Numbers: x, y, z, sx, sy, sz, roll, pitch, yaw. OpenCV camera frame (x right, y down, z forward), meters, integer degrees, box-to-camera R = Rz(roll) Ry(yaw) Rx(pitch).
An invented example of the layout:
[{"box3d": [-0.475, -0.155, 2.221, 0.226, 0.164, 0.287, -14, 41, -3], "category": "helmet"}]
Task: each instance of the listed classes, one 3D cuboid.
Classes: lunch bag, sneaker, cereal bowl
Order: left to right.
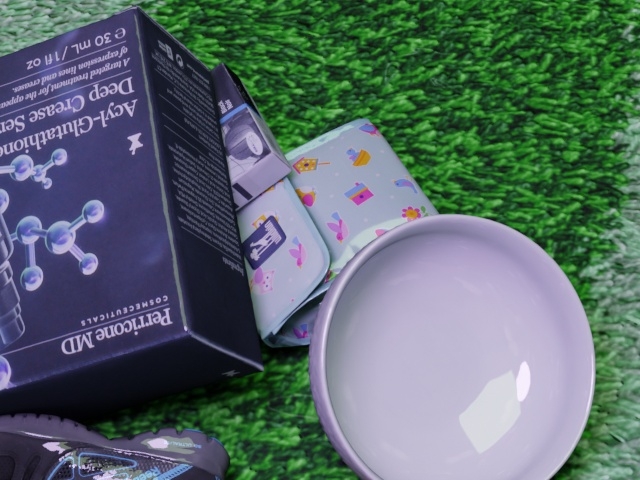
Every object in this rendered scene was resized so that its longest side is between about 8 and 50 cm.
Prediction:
[{"box3d": [-0.275, 0.278, 1.753, 0.341, 0.125, 0.139, 2, 58, 2], "category": "sneaker"}, {"box3d": [0.000, 0.000, 1.952, 0.262, 0.160, 0.223, -22, 54, -13], "category": "lunch bag"}, {"box3d": [0.140, 0.145, 1.822, 0.339, 0.141, 0.338, 2, 82, -15], "category": "cereal bowl"}]

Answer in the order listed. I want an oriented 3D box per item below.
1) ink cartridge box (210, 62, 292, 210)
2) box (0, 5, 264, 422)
[{"box3d": [-0.210, -0.060, 1.952, 0.333, 0.065, 0.165, -36, 58, 9], "category": "ink cartridge box"}, {"box3d": [-0.265, -0.016, 1.799, 0.294, 0.212, 0.395, -18, 70, 16], "category": "box"}]
